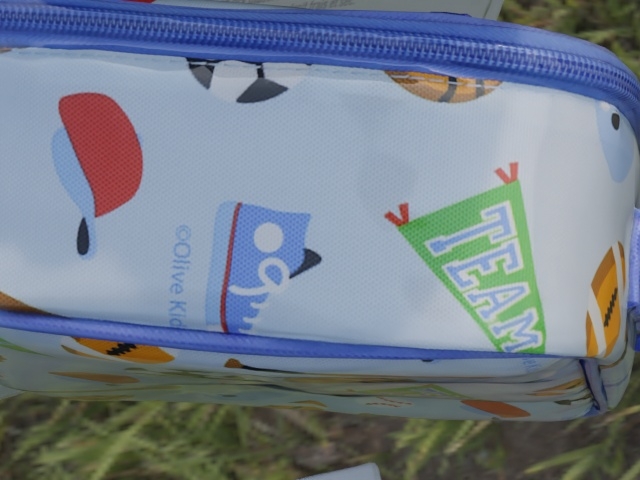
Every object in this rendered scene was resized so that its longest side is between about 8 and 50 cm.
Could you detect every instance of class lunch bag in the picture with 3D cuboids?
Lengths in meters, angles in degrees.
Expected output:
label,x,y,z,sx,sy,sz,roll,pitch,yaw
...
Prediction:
label,x,y,z,sx,sy,sz,roll,pitch,yaw
lunch bag,0.000,0.000,0.606,0.243,0.303,0.115,3,83,10

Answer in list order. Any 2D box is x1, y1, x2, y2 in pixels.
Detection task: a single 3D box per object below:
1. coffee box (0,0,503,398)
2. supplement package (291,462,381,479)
label,x,y,z,sx,sy,sz,roll,pitch,yaw
coffee box,-0.132,-0.173,0.857,0.334,0.337,0.338,42,127,32
supplement package,-0.025,0.207,0.530,0.134,0.139,0.244,110,146,-72
